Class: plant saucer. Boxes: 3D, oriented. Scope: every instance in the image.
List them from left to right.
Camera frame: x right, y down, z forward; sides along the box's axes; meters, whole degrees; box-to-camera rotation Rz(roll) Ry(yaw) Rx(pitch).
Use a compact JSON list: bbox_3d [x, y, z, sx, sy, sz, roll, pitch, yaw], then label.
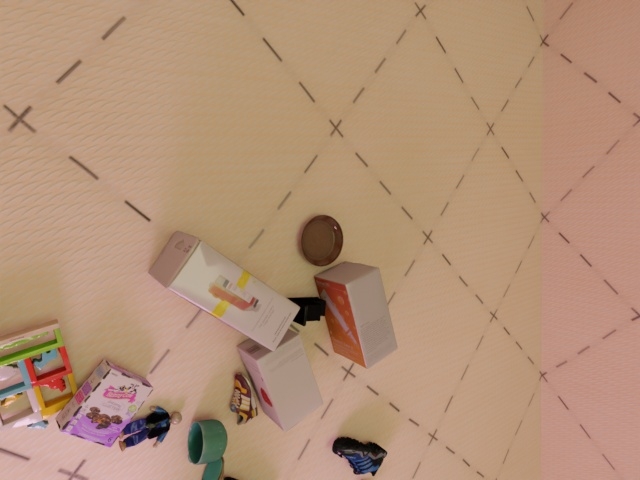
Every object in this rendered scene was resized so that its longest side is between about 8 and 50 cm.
[{"bbox_3d":[0.000,0.000,1.606,0.198,0.036,0.199,-3,95,-33],"label":"plant saucer"}]

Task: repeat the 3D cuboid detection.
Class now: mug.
[{"bbox_3d":[-0.371,0.659,1.374,0.097,0.157,0.130,11,64,-36],"label":"mug"}]

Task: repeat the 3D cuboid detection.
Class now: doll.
[{"bbox_3d":[-0.525,0.585,1.300,0.188,0.046,0.129,-10,91,-39],"label":"doll"}]

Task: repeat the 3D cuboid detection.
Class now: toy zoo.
[{"bbox_3d":[-0.765,0.373,1.101,0.192,0.030,0.294,-18,116,-36],"label":"toy zoo"}]

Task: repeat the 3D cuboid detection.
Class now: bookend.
[{"bbox_3d":[-0.034,0.257,1.534,0.157,0.156,0.073,4,92,-35],"label":"bookend"}]

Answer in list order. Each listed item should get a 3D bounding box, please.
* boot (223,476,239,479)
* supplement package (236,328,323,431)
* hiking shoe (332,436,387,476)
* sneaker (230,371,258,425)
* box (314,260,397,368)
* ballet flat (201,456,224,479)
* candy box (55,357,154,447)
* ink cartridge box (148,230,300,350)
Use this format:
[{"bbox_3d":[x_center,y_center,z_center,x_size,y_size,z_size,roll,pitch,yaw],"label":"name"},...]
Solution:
[{"bbox_3d":[-0.295,0.969,1.459,0.246,0.094,0.207,48,65,-34],"label":"boot"},{"bbox_3d":[-0.141,0.474,1.469,0.175,0.177,0.293,-27,108,-29],"label":"supplement package"},{"bbox_3d":[0.160,0.917,1.749,0.303,0.113,0.132,29,78,-32],"label":"hiking shoe"},{"bbox_3d":[-0.277,0.552,1.450,0.083,0.069,0.186,-24,106,-35],"label":"sneaker"},{"bbox_3d":[0.136,0.277,1.614,0.168,0.214,0.346,-23,106,-30],"label":"box"},{"bbox_3d":[-0.373,0.831,1.424,0.207,0.073,0.067,-65,149,-8],"label":"ballet flat"},{"bbox_3d":[-0.613,0.466,1.199,0.196,0.070,0.165,-55,133,-16],"label":"candy box"},{"bbox_3d":[-0.299,0.152,1.276,0.384,0.279,0.161,40,73,-29],"label":"ink cartridge box"}]
